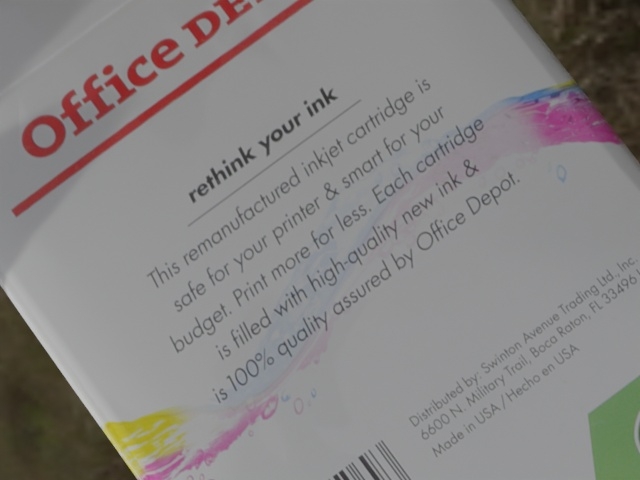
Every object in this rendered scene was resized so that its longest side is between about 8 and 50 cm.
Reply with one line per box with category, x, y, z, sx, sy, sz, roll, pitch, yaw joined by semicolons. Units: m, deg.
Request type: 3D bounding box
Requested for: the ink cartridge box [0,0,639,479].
ink cartridge box;0.000;0.000;0.625;0.353;0.207;0.119;54;178;8
